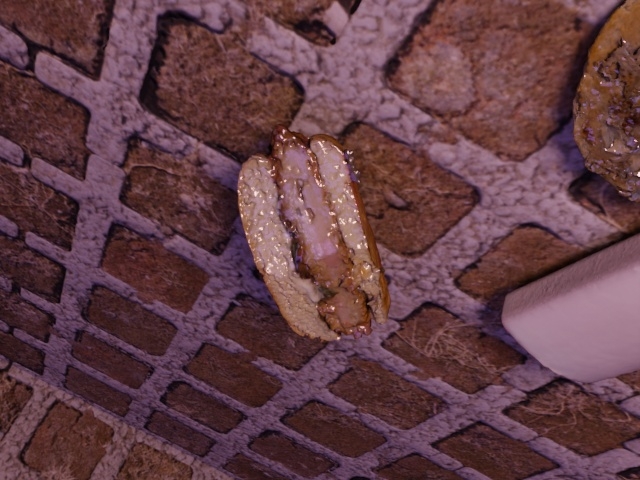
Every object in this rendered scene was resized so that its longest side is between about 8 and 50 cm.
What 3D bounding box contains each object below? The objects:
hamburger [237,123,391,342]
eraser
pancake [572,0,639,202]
[{"bbox_3d":[0.000,0.000,0.916,0.155,0.245,0.282,-14,90,8],"label":"hamburger"},{"bbox_3d":[0.376,0.084,0.857,0.174,0.095,0.270,35,142,-14],"label":"eraser"},{"bbox_3d":[0.369,-0.126,0.636,0.282,0.049,0.282,15,142,12],"label":"pancake"}]
